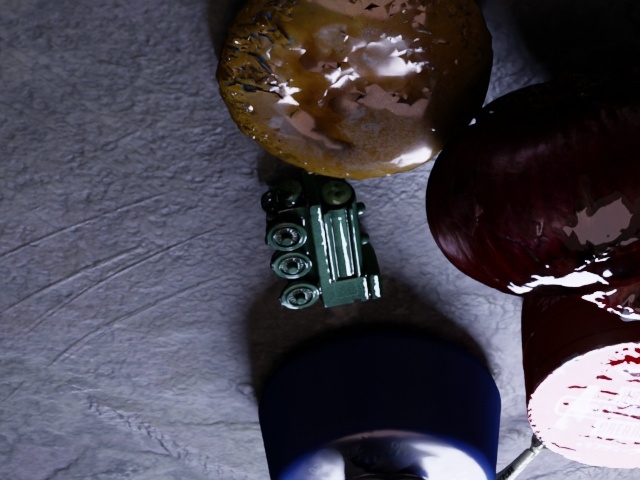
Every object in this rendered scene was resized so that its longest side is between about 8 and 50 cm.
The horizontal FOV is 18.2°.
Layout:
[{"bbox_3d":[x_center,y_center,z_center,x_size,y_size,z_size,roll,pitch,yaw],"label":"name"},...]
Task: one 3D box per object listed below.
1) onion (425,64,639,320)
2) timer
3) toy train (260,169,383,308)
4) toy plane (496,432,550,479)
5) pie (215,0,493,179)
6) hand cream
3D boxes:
[{"bbox_3d":[0.243,-0.036,1.777,0.314,0.232,0.314,-11,-179,0],"label":"onion"},{"bbox_3d":[0.069,0.317,2.110,0.270,0.383,0.270,-1,140,-1],"label":"timer"},{"bbox_3d":[0.000,0.000,1.985,0.111,0.071,0.170,-12,138,-3],"label":"toy train"},{"bbox_3d":[0.190,0.301,2.320,0.092,0.108,0.286,27,119,-28],"label":"toy plane"},{"bbox_3d":[0.027,-0.154,1.805,0.273,0.069,0.273,0,135,0],"label":"pie"},{"bbox_3d":[0.318,0.118,2.071,0.230,0.149,0.230,0,141,0],"label":"hand cream"}]
